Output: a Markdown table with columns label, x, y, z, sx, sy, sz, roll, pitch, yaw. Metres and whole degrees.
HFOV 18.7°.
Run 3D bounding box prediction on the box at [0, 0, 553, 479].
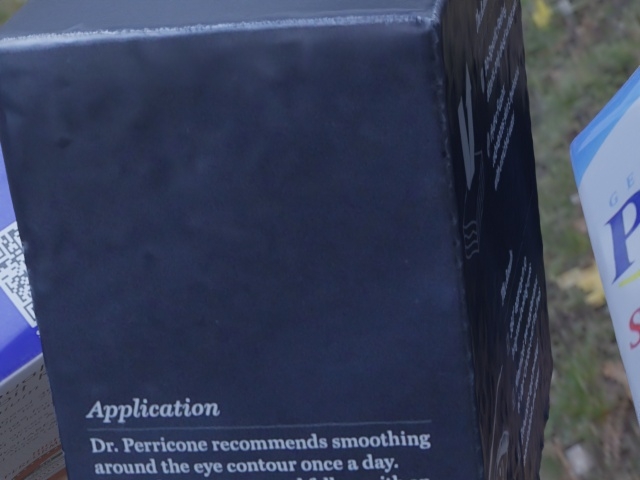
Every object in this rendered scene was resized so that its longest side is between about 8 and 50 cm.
| label | x | y | z | sx | sy | sz | roll | pitch | yaw |
| --- | --- | --- | --- | --- | --- | --- | --- | --- | --- |
| box | 0.000 | 0.000 | 0.456 | 0.093 | 0.158 | 0.156 | -2 | 23 | 11 |

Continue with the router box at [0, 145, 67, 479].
| label | x | y | z | sx | sy | sz | roll | pitch | yaw |
| --- | --- | --- | --- | --- | --- | --- | --- | --- | --- |
| router box | -0.228 | 0.117 | 0.710 | 0.335 | 0.301 | 0.082 | -36 | 82 | -19 |

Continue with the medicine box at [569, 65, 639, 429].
| label | x | y | z | sx | sy | sz | roll | pitch | yaw |
| --- | --- | --- | --- | --- | --- | --- | --- | --- | --- |
| medicine box | 0.239 | 0.062 | 0.562 | 0.149 | 0.263 | 0.289 | -51 | 32 | 36 |
